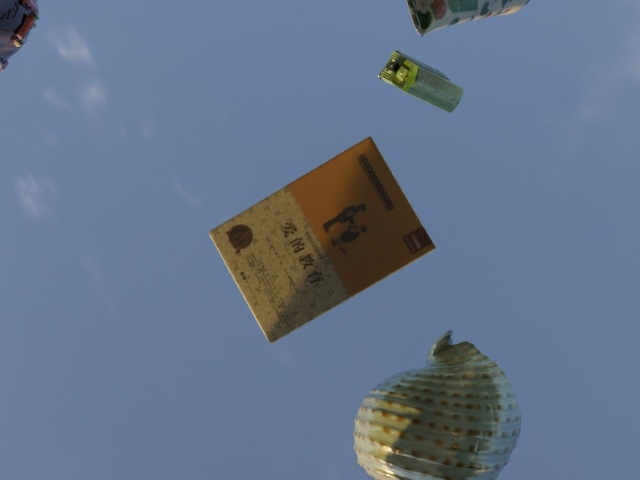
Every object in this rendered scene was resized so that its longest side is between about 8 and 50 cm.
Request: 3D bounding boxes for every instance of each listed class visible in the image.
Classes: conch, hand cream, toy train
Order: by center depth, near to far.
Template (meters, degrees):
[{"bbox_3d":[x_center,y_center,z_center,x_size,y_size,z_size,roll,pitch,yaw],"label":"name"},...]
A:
[{"bbox_3d":[0.112,-0.173,1.422,0.056,0.093,0.038,44,-71,47],"label":"toy train"},{"bbox_3d":[0.119,0.210,1.436,0.172,0.131,0.200,23,-62,28],"label":"conch"},{"bbox_3d":[0.174,-0.295,1.533,0.059,0.276,0.095,-15,-88,38],"label":"hand cream"}]

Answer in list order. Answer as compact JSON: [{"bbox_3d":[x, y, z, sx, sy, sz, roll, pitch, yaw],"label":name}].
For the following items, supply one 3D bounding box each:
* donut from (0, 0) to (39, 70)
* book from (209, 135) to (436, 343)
[{"bbox_3d":[-0.465,-0.256,1.545,0.259,0.345,0.136,-20,-92,-22],"label":"donut"},{"bbox_3d":[0.000,0.000,1.146,0.172,0.012,0.118,-31,-98,8],"label":"book"}]
